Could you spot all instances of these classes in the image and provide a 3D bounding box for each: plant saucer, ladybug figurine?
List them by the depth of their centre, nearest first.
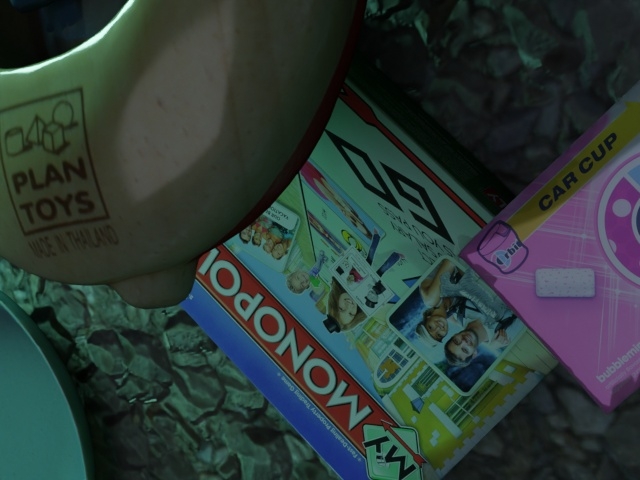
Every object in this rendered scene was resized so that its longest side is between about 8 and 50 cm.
[{"bbox_3d":[-0.096,-0.187,0.557,0.305,0.162,0.449,-8,82,31],"label":"ladybug figurine"},{"bbox_3d":[-0.306,0.161,0.920,0.317,0.043,0.318,11,111,30],"label":"plant saucer"}]

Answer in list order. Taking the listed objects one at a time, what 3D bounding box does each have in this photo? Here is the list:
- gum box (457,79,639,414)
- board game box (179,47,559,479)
[{"bbox_3d":[0.175,-0.020,0.516,0.188,0.062,0.107,-45,78,16],"label":"gum box"},{"bbox_3d":[0.000,0.000,0.672,0.317,0.046,0.213,45,122,13],"label":"board game box"}]
